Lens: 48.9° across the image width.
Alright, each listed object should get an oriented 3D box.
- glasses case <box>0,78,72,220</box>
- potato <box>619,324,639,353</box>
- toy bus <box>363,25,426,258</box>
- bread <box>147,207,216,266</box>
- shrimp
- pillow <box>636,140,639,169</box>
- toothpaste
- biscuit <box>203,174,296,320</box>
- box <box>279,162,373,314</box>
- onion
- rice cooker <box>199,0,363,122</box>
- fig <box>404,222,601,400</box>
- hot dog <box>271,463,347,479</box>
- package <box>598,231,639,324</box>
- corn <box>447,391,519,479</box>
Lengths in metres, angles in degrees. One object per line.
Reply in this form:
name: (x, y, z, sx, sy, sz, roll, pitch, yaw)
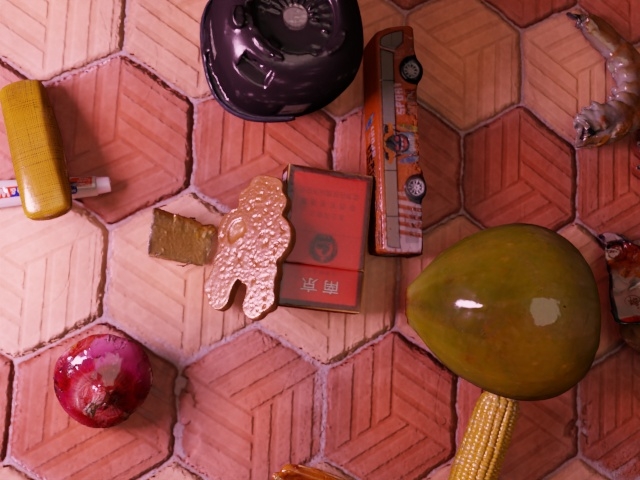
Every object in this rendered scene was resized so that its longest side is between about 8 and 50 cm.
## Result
glasses case: (-0.437, -0.141, 1.084, 0.079, 0.064, 0.234, -15, 74, -12)
potato: (0.663, 0.165, 1.324, 0.194, 0.157, 0.157, -3, 85, -19)
toy bus: (0.131, -0.174, 1.245, 0.092, 0.093, 0.409, 0, 83, -13)
bread: (-0.224, 0.000, 1.135, 0.109, 0.080, 0.084, 12, 83, -12)
shrimp: (0.581, -0.315, 1.395, 0.185, 0.068, 0.287, 4, 81, -17)
pillow: (0.692, -0.115, 1.412, 0.093, 0.051, 0.241, -31, 95, -16)
toothpaste: (-0.444, -0.078, 1.111, 0.218, 0.033, 0.052, -7, 80, -12)
biscuit: (-0.110, 0.008, 1.153, 0.144, 0.040, 0.236, 11, 79, 21)
box: (0.000, 0.000, 1.201, 0.153, 0.074, 0.240, 8, 83, -17)
onion: (-0.332, 0.219, 1.052, 0.150, 0.140, 0.150, 0, 97, -4)
rice cooker: (-0.065, -0.323, 1.138, 0.267, 0.224, 0.267, 1, 85, -14)
fig: (0.298, 0.116, 1.173, 0.316, 0.316, 0.316, 2, 84, -15)
hot dog: (-0.012, 0.411, 1.172, 0.144, 0.038, 0.062, 21, 82, -10)
package: (0.614, 0.064, 1.309, 0.166, 0.040, 0.232, 5, 49, 6)
corn: (0.278, 0.383, 1.231, 0.081, 0.081, 0.248, 26, 79, -11)
